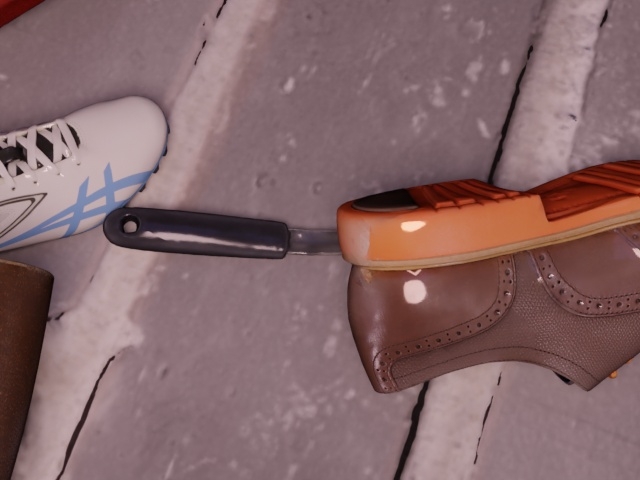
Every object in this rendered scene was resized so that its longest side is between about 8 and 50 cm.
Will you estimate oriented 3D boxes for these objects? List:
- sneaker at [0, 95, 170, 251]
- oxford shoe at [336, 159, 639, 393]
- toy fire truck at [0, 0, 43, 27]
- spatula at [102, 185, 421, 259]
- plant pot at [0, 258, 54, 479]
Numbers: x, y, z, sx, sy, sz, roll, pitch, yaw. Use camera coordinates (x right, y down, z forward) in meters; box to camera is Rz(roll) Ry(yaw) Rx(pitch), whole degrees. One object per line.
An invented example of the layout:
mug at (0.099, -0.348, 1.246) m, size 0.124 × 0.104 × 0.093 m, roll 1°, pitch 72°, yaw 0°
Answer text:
sneaker at (-0.212, -0.040, 0.845) m, size 0.237 × 0.086 × 0.085 m, roll -24°, pitch 67°, yaw -11°
oxford shoe at (0.190, 0.021, 0.815) m, size 0.364 × 0.130 × 0.132 m, roll -6°, pitch 100°, yaw -9°
toy fire truck at (-0.286, -0.274, 0.925) m, size 0.302 × 0.169 × 0.254 m, roll 37°, pitch 98°, yaw 14°
spatula at (0.000, 0.000, 0.853) m, size 0.296 × 0.030 × 0.084 m, roll 2°, pitch 73°, yaw 2°
plant pot at (-0.267, 0.131, 0.724) m, size 0.215 × 0.215 × 0.230 m, roll 0°, pitch 81°, yaw 1°
